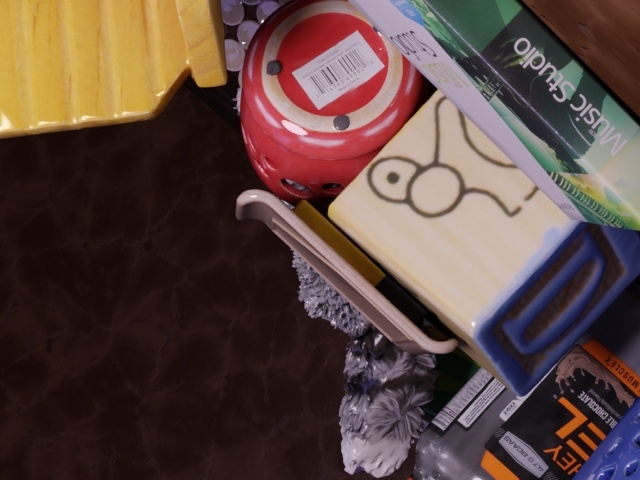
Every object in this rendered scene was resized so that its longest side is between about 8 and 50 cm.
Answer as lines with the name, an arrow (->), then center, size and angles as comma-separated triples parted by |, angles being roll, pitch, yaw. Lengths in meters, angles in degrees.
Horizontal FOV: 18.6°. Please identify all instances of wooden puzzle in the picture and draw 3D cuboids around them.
wooden puzzle -> 0.025, 0.028, 1.847 | 0.239, 0.044, 0.221 | 38, 176, 0

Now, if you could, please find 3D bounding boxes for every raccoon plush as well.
raccoon plush -> 0.000, 0.000, 2.141 | 0.216, 0.446, 0.299 | 8, -163, -31

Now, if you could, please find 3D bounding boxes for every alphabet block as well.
alphabet block -> 0.158, -0.005, 1.807 | 0.197, 0.192, 0.193 | 42, 174, 30

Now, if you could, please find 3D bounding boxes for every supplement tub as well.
supplement tub -> 0.245, 0.203, 2.063 | 0.207, 0.338, 0.207 | 42, 177, 3

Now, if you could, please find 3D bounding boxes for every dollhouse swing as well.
dollhouse swing -> -0.274, -0.271, 1.576 | 0.305, 0.347, 0.315 | 71, -168, -79

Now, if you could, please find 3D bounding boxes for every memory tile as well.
memory tile -> -0.060, -0.227, 2.062 | 0.113, 0.148, 0.012 | 50, -142, 1

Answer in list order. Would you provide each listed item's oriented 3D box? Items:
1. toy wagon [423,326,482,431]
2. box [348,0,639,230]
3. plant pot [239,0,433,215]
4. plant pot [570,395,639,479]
toy wagon -> 0.216, 0.143, 2.232 | 0.344, 0.267, 0.068 | 27, 158, 2
box -> 0.136, -0.137, 1.545 | 0.322, 0.058, 0.232 | 43, 177, -8
plant pot -> 0.013, -0.138, 1.868 | 0.191, 0.191, 0.174 | 42, 169, 16
plant pot -> 0.381, 0.214, 1.674 | 0.236, 0.236, 0.212 | 43, 170, 0
